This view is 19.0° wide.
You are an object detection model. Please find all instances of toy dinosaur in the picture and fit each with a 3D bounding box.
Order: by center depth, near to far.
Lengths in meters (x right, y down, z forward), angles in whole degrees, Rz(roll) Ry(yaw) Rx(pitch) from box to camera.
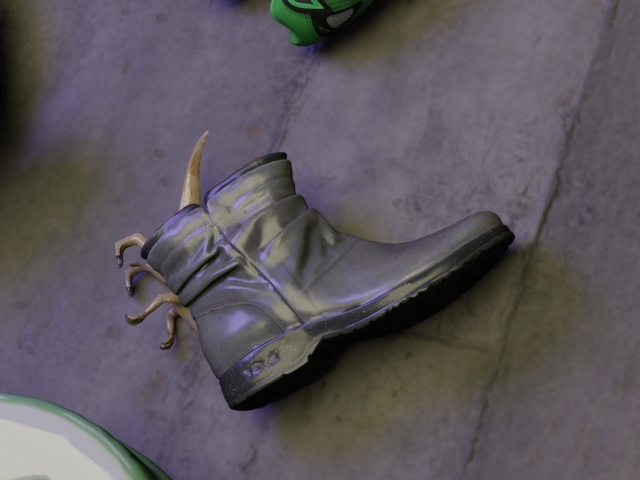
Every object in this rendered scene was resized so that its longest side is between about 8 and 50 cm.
[{"bbox_3d":[-0.106,0.016,1.450,0.093,0.053,0.183,-10,74,0],"label":"toy dinosaur"}]

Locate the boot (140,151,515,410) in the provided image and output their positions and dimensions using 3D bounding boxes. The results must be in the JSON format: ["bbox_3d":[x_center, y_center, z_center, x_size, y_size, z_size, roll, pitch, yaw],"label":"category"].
[{"bbox_3d":[0.000,0.000,1.370,0.246,0.083,0.161,-29,75,4],"label":"boot"}]

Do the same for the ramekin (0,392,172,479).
[{"bbox_3d":[-0.221,0.250,1.297,0.303,0.148,0.303,-1,69,4],"label":"ramekin"}]

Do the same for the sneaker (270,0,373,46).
[{"bbox_3d":[-0.083,-0.286,1.502,0.146,0.134,0.343,-47,63,-2],"label":"sneaker"}]
